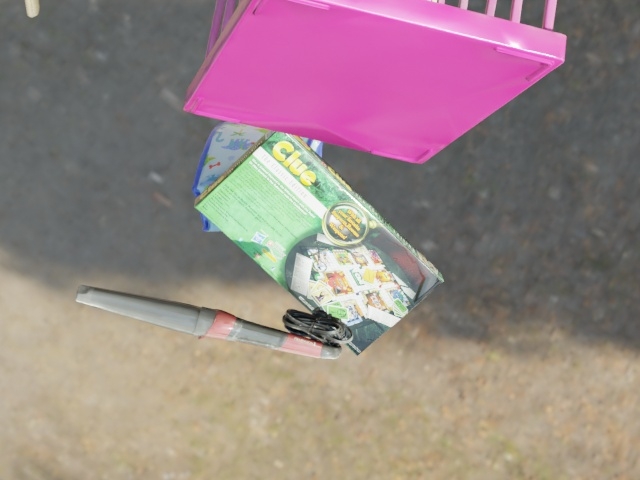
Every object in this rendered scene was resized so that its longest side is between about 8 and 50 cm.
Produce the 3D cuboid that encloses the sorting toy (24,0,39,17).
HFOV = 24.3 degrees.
[{"bbox_3d":[-0.379,-0.406,1.667,0.229,0.041,0.307,55,165,10],"label":"sorting toy"}]

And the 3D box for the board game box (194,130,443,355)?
[{"bbox_3d":[0.000,0.000,1.644,0.136,0.030,0.260,-41,109,16],"label":"board game box"}]

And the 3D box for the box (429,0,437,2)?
[{"bbox_3d":[0.053,-0.299,1.749,0.117,0.243,0.213,25,155,-16],"label":"box"}]

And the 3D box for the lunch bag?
[{"bbox_3d":[-0.069,-0.082,1.726,0.129,0.151,0.096,3,139,10],"label":"lunch bag"}]

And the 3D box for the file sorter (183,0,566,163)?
[{"bbox_3d":[0.037,-0.193,1.081,0.202,0.182,0.291,12,167,-12],"label":"file sorter"}]

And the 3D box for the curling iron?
[{"bbox_3d":[-0.104,0.079,1.462,0.274,0.068,0.035,8,109,-7],"label":"curling iron"}]
